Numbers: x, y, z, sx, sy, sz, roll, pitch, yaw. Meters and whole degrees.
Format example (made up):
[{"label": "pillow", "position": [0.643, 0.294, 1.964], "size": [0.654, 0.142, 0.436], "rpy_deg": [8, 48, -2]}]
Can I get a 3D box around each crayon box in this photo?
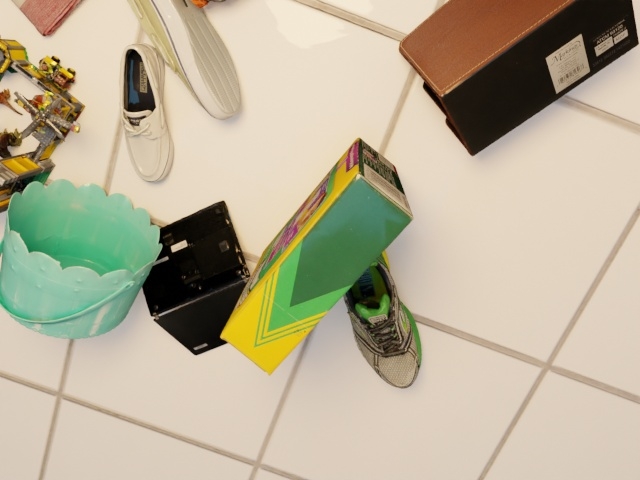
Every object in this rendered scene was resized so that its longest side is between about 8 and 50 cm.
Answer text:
[{"label": "crayon box", "position": [0.000, 0.000, 0.872], "size": [0.106, 0.363, 0.313], "rpy_deg": [37, 107, -8]}]

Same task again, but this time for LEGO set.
[{"label": "LEGO set", "position": [-0.605, -0.201, 0.946], "size": [0.331, 0.192, 0.255], "rpy_deg": [-41, 101, 15]}]

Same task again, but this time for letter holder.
[{"label": "letter holder", "position": [0.311, -0.329, 0.868], "size": [0.301, 0.215, 0.152], "rpy_deg": [-34, 134, 14]}]

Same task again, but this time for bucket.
[{"label": "bucket", "position": [-0.454, 0.036, 0.974], "size": [0.281, 0.281, 0.183], "rpy_deg": [27, 116, -4]}]

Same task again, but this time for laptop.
[{"label": "laptop", "position": [-0.238, 0.088, 1.106], "size": [0.234, 0.136, 0.265], "rpy_deg": [-23, 79, 11]}]

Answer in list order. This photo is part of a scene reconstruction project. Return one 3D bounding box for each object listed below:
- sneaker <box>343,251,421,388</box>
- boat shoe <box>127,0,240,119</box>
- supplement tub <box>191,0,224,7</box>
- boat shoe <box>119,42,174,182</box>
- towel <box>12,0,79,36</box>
[{"label": "sneaker", "position": [0.107, 0.154, 1.029], "size": [0.134, 0.146, 0.344], "rpy_deg": [-21, 106, 11]}, {"label": "boat shoe", "position": [-0.244, -0.352, 0.929], "size": [0.094, 0.109, 0.303], "rpy_deg": [-18, 103, 35]}, {"label": "supplement tub", "position": [-0.149, -0.477, 0.858], "size": [0.190, 0.117, 0.117], "rpy_deg": [-28, 104, 12]}, {"label": "boat shoe", "position": [-0.336, -0.231, 0.971], "size": [0.095, 0.084, 0.258], "rpy_deg": [-1, 108, 5]}, {"label": "towel", "position": [-0.522, -0.566, 0.905], "size": [0.237, 0.037, 0.329], "rpy_deg": [-37, 100, 17]}]
